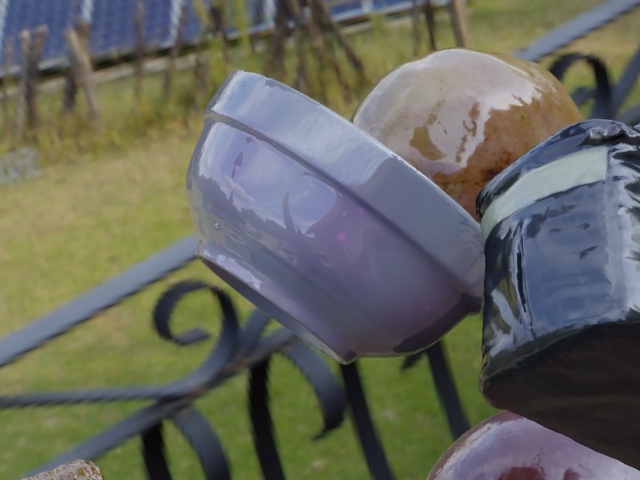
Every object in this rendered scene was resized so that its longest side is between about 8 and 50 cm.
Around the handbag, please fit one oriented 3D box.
[{"bbox_3d":[0.217,0.044,1.066,0.181,0.254,0.181,-35,40,43],"label":"handbag"}]

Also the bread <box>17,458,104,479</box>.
[{"bbox_3d":[-0.298,0.268,1.647,0.157,0.044,0.052,-17,55,-14],"label":"bread"}]

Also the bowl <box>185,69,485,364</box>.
[{"bbox_3d":[0.000,0.000,1.321,0.144,0.287,0.287,-53,32,-6],"label":"bowl"}]

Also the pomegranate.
[{"bbox_3d":[0.197,-0.077,1.974,0.338,0.338,0.338,-13,23,6],"label":"pomegranate"}]

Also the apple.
[{"bbox_3d":[0.243,0.298,1.570,0.305,0.306,0.235,-21,34,-13],"label":"apple"}]
